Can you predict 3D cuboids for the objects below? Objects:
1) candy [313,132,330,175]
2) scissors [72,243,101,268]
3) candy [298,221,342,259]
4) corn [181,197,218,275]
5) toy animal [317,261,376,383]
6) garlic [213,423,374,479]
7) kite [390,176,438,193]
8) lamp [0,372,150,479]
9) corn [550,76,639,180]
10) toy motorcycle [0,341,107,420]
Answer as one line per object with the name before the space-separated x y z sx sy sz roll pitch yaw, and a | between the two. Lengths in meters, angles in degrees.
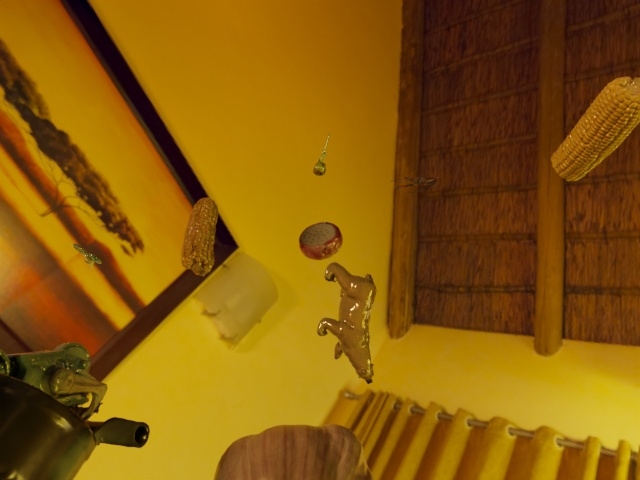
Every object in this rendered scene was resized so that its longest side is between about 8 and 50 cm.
candy | 0.010 -0.234 1.310 0.035 0.123 0.035 16 -5 -2
scissors | -0.432 0.036 0.896 0.058 0.014 0.119 34 -25 -7
candy | 0.000 0.000 1.104 0.103 0.103 0.043 10 -45 33
corn | -0.362 -0.022 1.467 0.101 0.292 0.101 -1 -42 -1
toy animal | 0.062 0.157 0.919 0.101 0.219 0.103 3 -11 30
garlic | -0.052 0.462 0.816 0.317 0.259 0.317 0 -80 0
kite | 0.338 -0.196 1.656 0.183 0.160 0.010 -124 -158 -64
lamp | -0.435 0.321 0.604 0.205 0.272 0.374 -6 -36 24
corn | 0.564 -0.218 0.972 0.093 0.093 0.244 30 -30 12
toy motorcycle | -0.618 0.347 1.048 0.182 0.319 0.241 -33 -108 14
